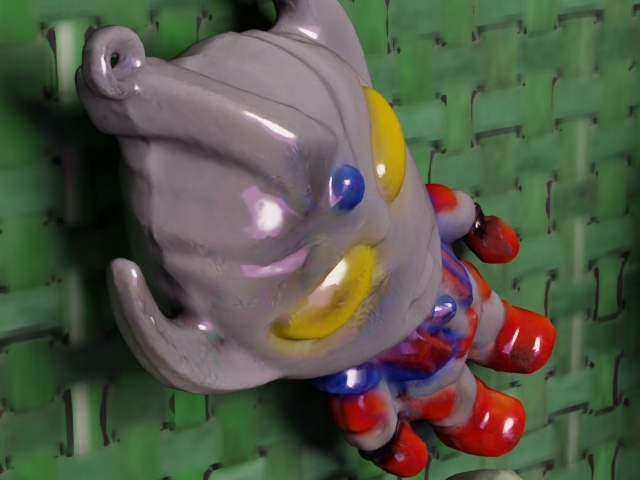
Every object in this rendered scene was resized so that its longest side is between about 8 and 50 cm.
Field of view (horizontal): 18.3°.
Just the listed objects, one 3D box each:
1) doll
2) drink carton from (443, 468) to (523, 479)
[{"bbox_3d":[0.000,0.001,0.511,0.104,0.062,0.194,-54,135,-4],"label":"doll"},{"bbox_3d":[-0.017,0.124,0.483,0.142,0.146,0.144,15,104,-28],"label":"drink carton"}]
